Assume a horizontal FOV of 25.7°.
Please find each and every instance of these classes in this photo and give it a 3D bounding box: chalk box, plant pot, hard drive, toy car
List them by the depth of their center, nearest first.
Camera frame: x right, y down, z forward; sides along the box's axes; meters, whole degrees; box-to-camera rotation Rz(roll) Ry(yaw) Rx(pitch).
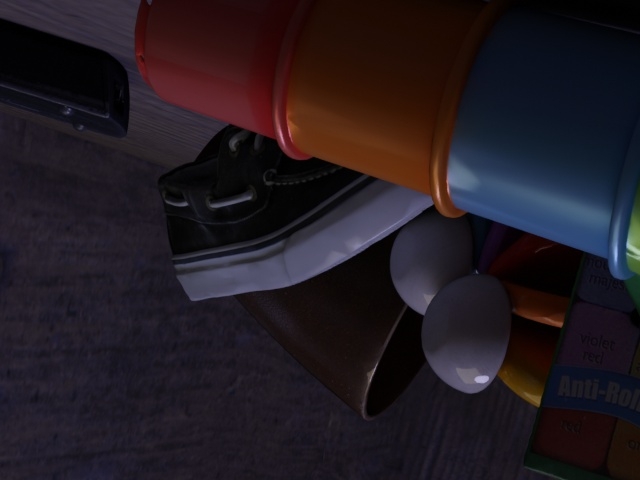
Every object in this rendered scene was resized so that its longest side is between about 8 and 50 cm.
[{"bbox_3d":[0.230,0.063,0.722,0.180,0.179,0.289,15,178,30],"label":"chalk box"},{"bbox_3d":[0.144,0.020,0.908,0.159,0.136,0.182,10,-148,-22],"label":"toy car"},{"bbox_3d":[-0.238,-0.134,1.162,0.172,0.054,0.255,17,179,-6],"label":"hard drive"},{"bbox_3d":[0.000,0.000,1.183,0.230,0.215,0.215,31,-177,15],"label":"plant pot"}]

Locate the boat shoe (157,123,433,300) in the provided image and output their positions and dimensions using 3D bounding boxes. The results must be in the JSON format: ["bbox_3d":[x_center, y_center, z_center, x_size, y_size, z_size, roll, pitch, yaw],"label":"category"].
[{"bbox_3d":[-0.029,-0.038,0.966,0.121,0.119,0.335,-32,-173,-36],"label":"boat shoe"}]

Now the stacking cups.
[{"bbox_3d":[0.081,-0.031,0.463,0.316,0.096,0.096,16,179,21],"label":"stacking cups"}]
